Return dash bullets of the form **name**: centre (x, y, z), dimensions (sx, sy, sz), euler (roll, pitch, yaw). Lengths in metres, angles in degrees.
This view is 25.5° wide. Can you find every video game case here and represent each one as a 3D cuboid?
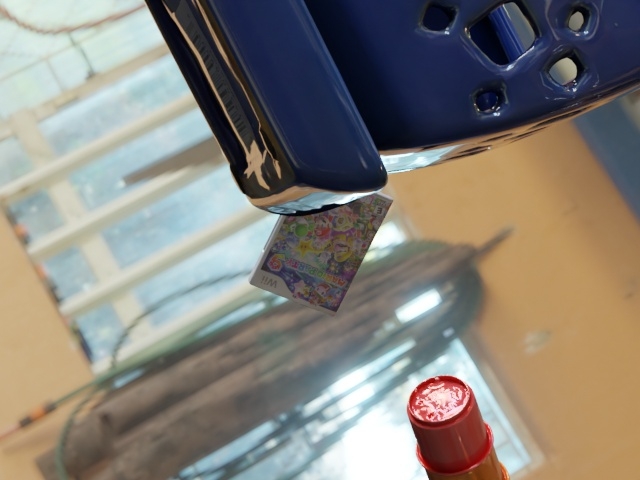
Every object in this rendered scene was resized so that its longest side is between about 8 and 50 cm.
- **video game case**: centre (0.000, 0.000, 1.257), dimensions (0.087, 0.122, 0.011), euler (22, 15, -18)

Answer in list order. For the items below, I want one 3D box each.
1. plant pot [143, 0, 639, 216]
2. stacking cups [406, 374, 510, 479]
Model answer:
- **plant pot**: centre (0.027, -0.139, 0.761), dimensions (0.236, 0.212, 0.236), euler (63, -12, -3)
- **stacking cups**: centre (0.155, 0.253, 1.361), dimensions (0.096, 0.096, 0.316), euler (46, -21, 50)
